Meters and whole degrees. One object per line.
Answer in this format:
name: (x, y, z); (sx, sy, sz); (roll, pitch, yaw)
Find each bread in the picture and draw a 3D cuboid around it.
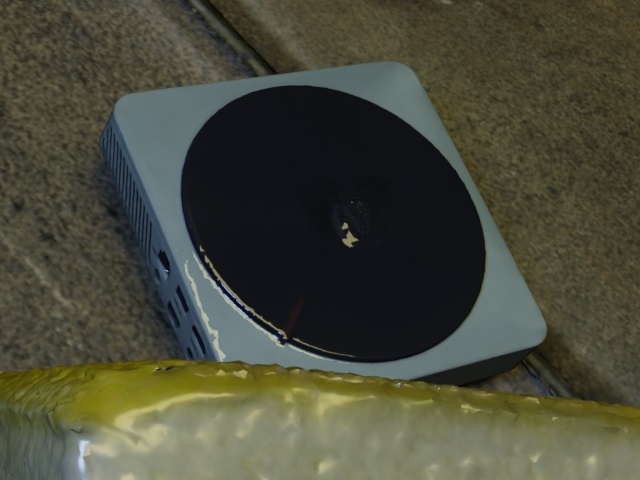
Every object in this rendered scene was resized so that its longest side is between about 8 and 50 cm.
bread: (-0.012, 0.142, 0.665); (0.324, 0.333, 0.143); (7, 80, -22)

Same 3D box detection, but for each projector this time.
projector: (0.000, 0.000, 0.958); (0.259, 0.079, 0.257); (-11, 64, -31)
